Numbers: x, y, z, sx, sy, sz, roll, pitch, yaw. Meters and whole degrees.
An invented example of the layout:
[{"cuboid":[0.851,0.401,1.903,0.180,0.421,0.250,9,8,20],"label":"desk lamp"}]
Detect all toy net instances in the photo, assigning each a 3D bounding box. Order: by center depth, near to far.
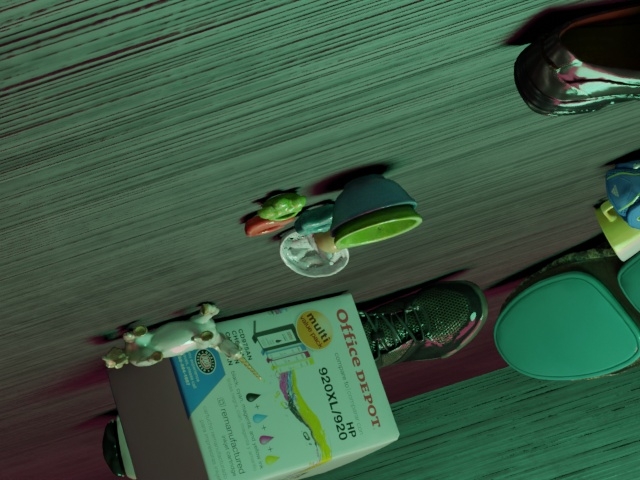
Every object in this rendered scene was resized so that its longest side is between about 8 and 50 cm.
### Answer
[{"cuboid":[0.000,0.000,1.310,0.122,0.045,0.232,-16,170,-11],"label":"toy net"}]

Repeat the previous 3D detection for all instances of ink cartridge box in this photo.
[{"cuboid":[-0.072,0.174,1.767,0.233,0.171,0.168,-12,168,-33],"label":"ink cartridge box"}]

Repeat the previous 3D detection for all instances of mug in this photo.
[{"cuboid":[0.325,-0.020,1.725,0.064,0.062,0.078,-29,174,15],"label":"mug"}]

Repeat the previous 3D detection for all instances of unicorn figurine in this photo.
[{"cuboid":[-0.130,0.097,1.609,0.162,0.060,0.111,1,167,-9],"label":"unicorn figurine"}]

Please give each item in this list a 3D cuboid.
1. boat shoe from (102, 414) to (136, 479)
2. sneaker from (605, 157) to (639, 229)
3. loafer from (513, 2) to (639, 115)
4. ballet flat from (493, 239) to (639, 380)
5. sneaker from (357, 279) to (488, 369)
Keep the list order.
[{"cuboid":[-0.113,0.235,2.227,0.340,0.127,0.158,-10,177,3],"label":"boat shoe"},{"cuboid":[0.329,-0.049,1.477,0.126,0.091,0.240,-15,171,-10],"label":"sneaker"},{"cuboid":[0.202,-0.115,0.997,0.170,0.062,0.061,-16,165,-15],"label":"loafer"},{"cuboid":[0.391,0.045,1.979,0.182,0.164,0.483,-35,178,-30],"label":"ballet flat"},{"cuboid":[0.076,0.108,1.902,0.227,0.087,0.130,-17,178,27],"label":"sneaker"}]
